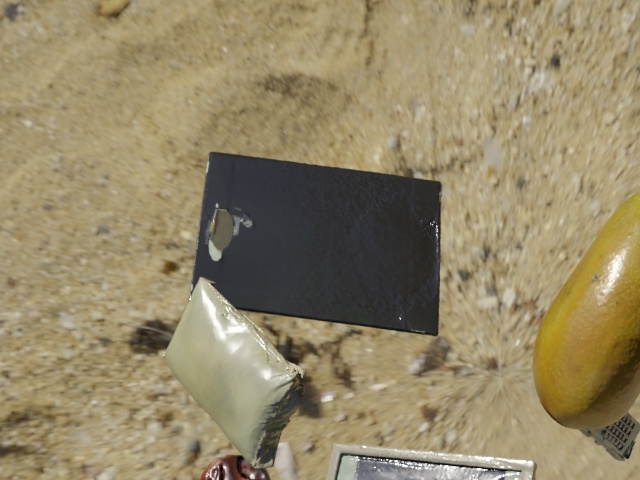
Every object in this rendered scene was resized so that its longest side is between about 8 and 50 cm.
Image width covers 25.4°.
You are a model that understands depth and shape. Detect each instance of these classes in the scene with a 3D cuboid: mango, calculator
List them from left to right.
[{"bbox_3d":[0.337,0.216,1.667,0.018,0.172,0.057,22,80,37],"label":"calculator"},{"bbox_3d":[0.259,0.059,1.257,0.099,0.136,0.227,24,89,0],"label":"mango"}]

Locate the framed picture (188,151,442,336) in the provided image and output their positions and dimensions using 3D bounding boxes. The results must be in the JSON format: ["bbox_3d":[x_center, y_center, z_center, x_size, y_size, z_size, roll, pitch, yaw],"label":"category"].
[{"bbox_3d":[0.000,0.000,1.872,0.323,0.013,0.244,7,56,-4],"label":"framed picture"}]

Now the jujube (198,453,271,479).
[{"bbox_3d":[-0.098,0.366,1.730,0.168,0.168,0.236,11,126,8],"label":"jujube"}]

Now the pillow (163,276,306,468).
[{"bbox_3d":[-0.095,0.142,1.533,0.208,0.053,0.119,42,109,38],"label":"pillow"}]

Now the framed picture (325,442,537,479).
[{"bbox_3d":[0.120,0.357,1.747,0.281,0.019,0.209,-1,64,27],"label":"framed picture"}]
